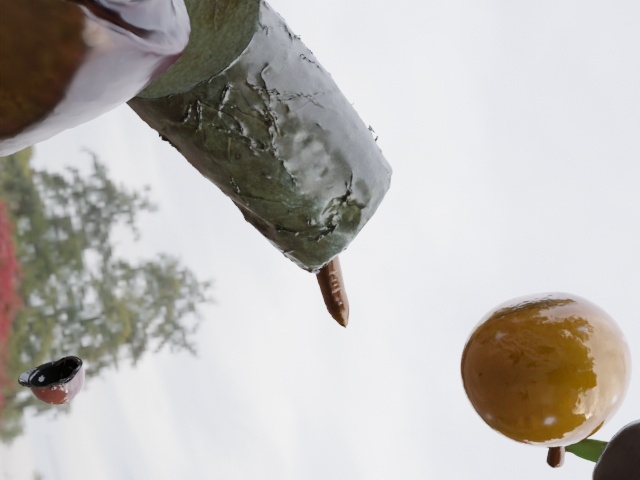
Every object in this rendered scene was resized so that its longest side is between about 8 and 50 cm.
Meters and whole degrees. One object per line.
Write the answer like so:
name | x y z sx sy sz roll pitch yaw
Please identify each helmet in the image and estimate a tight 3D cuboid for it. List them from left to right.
helmet | -0.338 0.185 1.526 0.065 0.084 0.049 -136 -147 -59

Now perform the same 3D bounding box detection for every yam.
yam | -0.030 -0.064 0.712 0.183 0.107 0.107 47 -3 -29

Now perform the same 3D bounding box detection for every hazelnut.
hazelnut | -0.139 -0.132 0.548 0.204 0.178 0.178 -61 -145 20

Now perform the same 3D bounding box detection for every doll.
doll | 0.283 0.187 1.484 0.213 0.213 0.236 -164 -121 -69

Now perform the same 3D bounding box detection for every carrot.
carrot | 0.000 0.000 1.173 0.037 0.037 0.190 -154 -130 -67

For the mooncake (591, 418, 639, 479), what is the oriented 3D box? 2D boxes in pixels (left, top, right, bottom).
mooncake | 0.333 0.224 0.958 0.245 0.133 0.245 -13 -112 34
